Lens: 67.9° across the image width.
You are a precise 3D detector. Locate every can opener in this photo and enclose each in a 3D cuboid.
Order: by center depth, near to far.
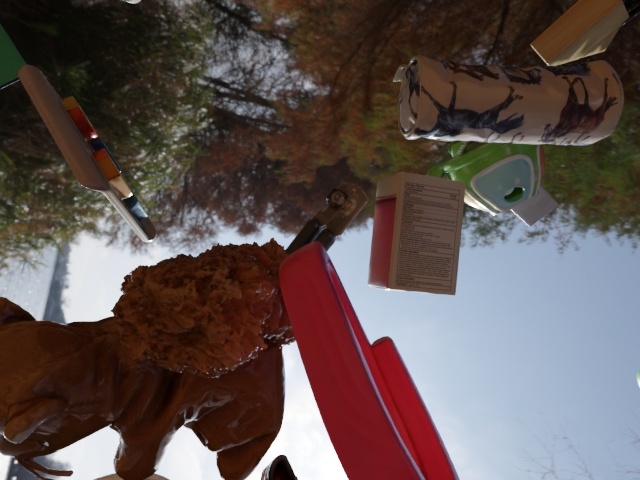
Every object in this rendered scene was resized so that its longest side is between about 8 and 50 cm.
[{"bbox_3d":[0.000,0.000,1.014,0.076,0.095,0.283,37,-94,23],"label":"can opener"}]

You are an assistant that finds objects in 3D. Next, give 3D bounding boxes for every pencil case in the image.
[{"bbox_3d":[0.357,-0.281,0.948,0.160,0.409,0.184,92,-1,-49],"label":"pencil case"}]

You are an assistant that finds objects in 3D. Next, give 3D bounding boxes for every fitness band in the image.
[{"bbox_3d":[0.045,0.126,0.430,0.054,0.209,0.291,-30,-133,6],"label":"fitness band"}]

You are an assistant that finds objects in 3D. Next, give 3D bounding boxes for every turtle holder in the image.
[{"bbox_3d":[0.445,-0.182,1.280,0.228,0.320,0.243,61,-7,-6],"label":"turtle holder"}]

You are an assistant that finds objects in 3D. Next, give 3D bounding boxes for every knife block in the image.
[{"bbox_3d":[0.723,-0.603,1.238,0.242,0.275,0.088,89,-20,-60],"label":"knife block"}]

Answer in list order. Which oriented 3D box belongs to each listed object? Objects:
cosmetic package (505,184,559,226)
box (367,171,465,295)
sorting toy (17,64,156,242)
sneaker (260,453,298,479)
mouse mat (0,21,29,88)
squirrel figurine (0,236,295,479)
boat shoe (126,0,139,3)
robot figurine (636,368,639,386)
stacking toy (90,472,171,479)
[{"bbox_3d":[0.639,-0.152,1.510,0.117,0.231,0.086,-42,-146,23],"label":"cosmetic package"},{"bbox_3d":[0.194,-0.010,0.981,0.127,0.148,0.233,173,-76,-76],"label":"box"},{"bbox_3d":[-0.293,-0.107,0.633,0.193,0.038,0.208,55,-10,14],"label":"sorting toy"},{"bbox_3d":[-0.044,0.369,0.647,0.158,0.061,0.065,58,-40,42],"label":"sneaker"},{"bbox_3d":[-0.507,-0.297,0.655,0.007,0.190,0.153,-8,-146,22],"label":"mouse mat"},{"bbox_3d":[-0.214,0.134,0.617,0.397,0.370,0.281,-50,-130,21],"label":"squirrel figurine"},{"bbox_3d":[-0.456,-0.660,1.147,0.097,0.116,0.324,-60,-156,28],"label":"boat shoe"},{"bbox_3d":[0.242,0.108,0.288,0.067,0.101,0.115,-25,-115,30],"label":"robot figurine"},{"bbox_3d":[-0.226,0.570,0.638,0.479,0.350,0.351,5,-98,46],"label":"stacking toy"}]
